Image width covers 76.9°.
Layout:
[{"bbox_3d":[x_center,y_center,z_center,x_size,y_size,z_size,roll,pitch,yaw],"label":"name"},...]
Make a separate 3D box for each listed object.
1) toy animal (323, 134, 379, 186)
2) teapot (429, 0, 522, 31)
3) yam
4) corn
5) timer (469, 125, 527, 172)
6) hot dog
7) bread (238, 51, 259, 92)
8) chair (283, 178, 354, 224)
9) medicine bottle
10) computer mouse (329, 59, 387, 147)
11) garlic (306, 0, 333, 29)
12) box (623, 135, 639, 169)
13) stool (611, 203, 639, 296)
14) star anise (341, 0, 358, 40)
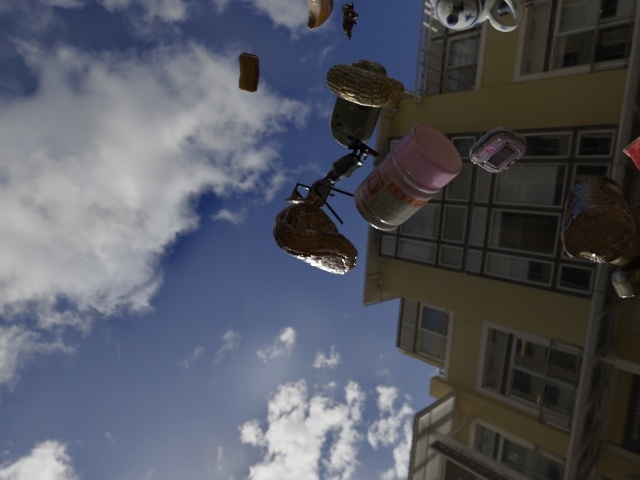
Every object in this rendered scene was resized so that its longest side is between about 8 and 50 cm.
[{"bbox_3d":[0.107,-0.269,1.485,0.121,0.117,0.210,24,-65,-34],"label":"toy animal"},{"bbox_3d":[0.493,-0.840,1.380,0.425,0.252,0.279,26,-107,0],"label":"teapot"},{"bbox_3d":[0.582,-0.046,0.853,0.129,0.128,0.238,55,-142,1],"label":"yam"},{"bbox_3d":[0.118,-0.460,1.204,0.102,0.310,0.101,-22,-48,-27],"label":"corn"},{"bbox_3d":[0.774,-0.391,1.757,0.191,0.208,0.069,23,-129,-14],"label":"timer"},{"bbox_3d":[0.000,0.000,1.454,0.174,0.267,0.388,-45,-34,13],"label":"hot dog"},{"bbox_3d":[-0.256,-0.596,1.436,0.053,0.074,0.132,-76,-5,-56],"label":"bread"},{"bbox_3d":[-0.012,-0.175,1.654,0.247,0.159,0.172,33,-103,-33],"label":"chair"},{"bbox_3d":[0.271,-0.194,1.297,0.202,0.316,0.202,18,-130,-23],"label":"medicine bottle"},{"bbox_3d":[0.148,-0.524,1.563,0.095,0.197,0.330,-16,-51,-59],"label":"computer mouse"},{"bbox_3d":[-0.010,-0.961,1.626,0.090,0.198,0.128,40,-101,6],"label":"garlic"},{"bbox_3d":[0.443,-0.163,0.430,0.230,0.050,0.123,-34,-18,-18],"label":"box"},{"bbox_3d":[1.003,0.029,1.298,0.179,0.179,0.263,-13,-101,-42],"label":"stool"},{"bbox_3d":[0.122,-0.961,1.767,0.054,0.212,0.156,-4,-62,-13],"label":"star anise"}]
